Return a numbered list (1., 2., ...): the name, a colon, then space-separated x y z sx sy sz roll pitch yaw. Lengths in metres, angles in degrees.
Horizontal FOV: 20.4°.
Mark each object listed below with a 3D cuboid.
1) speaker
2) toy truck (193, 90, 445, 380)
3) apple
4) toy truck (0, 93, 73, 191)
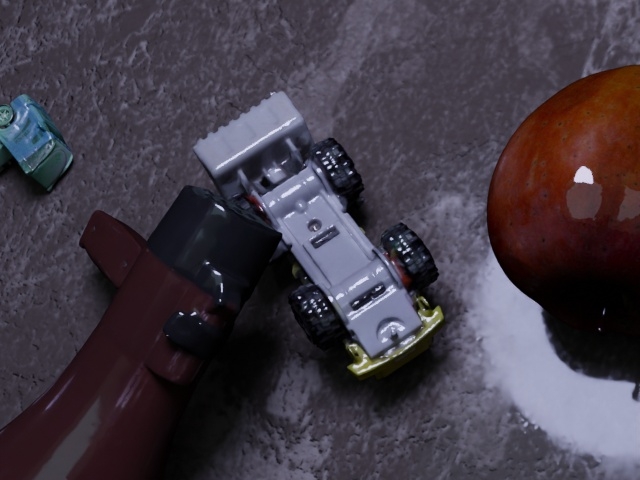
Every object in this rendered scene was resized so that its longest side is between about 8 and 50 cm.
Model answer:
1. speaker: -0.162 0.105 1.592 0.198 0.259 0.329 30 92 -8
2. toy truck: 0.000 0.000 1.624 0.136 0.111 0.286 -32 63 -7
3. apple: 0.259 -0.026 1.495 0.234 0.234 0.234 -6 70 16
4. toy truck: -0.332 -0.061 1.774 0.175 0.067 0.081 -40 65 1
